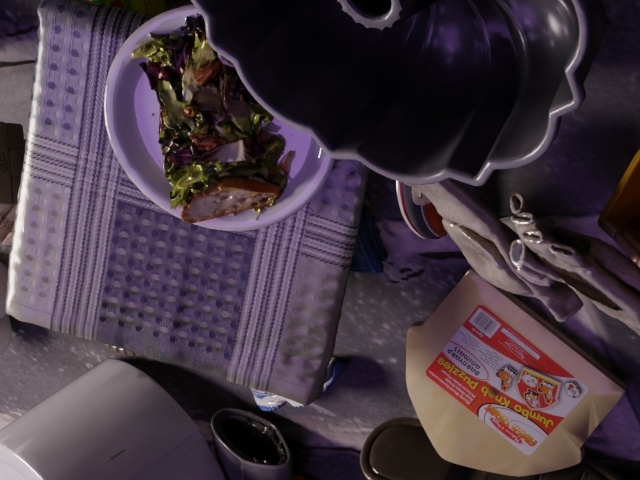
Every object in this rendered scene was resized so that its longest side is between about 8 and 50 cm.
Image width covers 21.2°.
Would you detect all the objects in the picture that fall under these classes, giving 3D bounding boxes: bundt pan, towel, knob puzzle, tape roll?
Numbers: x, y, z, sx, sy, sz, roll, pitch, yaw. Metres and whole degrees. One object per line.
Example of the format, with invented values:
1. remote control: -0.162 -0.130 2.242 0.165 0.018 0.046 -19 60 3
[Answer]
1. bundt pan: 0.062 -0.203 1.216 0.331 0.124 0.331 21 138 21
2. towel: -0.116 -0.032 1.488 0.312 0.056 0.324 16 118 6
3. towel: 0.000 0.000 1.548 0.119 0.029 0.067 1 128 38
4. knob puzzle: 0.160 0.132 1.536 0.213 0.030 0.213 14 124 22
5. tape roll: -0.232 0.273 1.849 0.246 0.169 0.246 38 147 30

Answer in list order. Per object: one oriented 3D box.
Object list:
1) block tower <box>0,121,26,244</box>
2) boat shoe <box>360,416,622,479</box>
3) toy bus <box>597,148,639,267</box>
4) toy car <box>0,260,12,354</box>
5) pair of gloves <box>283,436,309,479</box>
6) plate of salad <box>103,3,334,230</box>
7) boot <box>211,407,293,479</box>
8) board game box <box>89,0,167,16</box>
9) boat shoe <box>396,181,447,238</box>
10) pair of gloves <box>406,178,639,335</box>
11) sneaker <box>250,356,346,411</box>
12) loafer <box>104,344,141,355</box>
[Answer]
1. block tower: -0.379 -0.062 1.577 0.335 0.091 0.097 4 153 -29
2. boat shoe: 0.186 0.251 1.602 0.307 0.110 0.104 21 153 33
3. toy bus: 0.306 -0.003 1.231 0.191 0.202 0.104 32 108 14
4. toy car: -0.428 0.063 1.888 0.182 0.159 0.136 107 143 -51
5. pair of gloves: -0.037 0.239 1.833 0.074 0.010 0.083 13 134 33
6. plate of salad: -0.084 -0.094 1.391 0.200 0.048 0.199 6 117 12
7. boot: -0.040 0.288 1.828 0.190 0.076 0.208 27 136 18
8. board game box: -0.176 -0.175 1.502 0.092 0.043 0.181 13 136 29
9. boat shoe: 0.088 -0.057 1.407 0.043 0.049 0.137 5 127 33
10. pair of gloves: 0.169 0.018 1.322 0.204 0.042 0.240 40 171 -39
11. sneaker: -0.032 0.131 1.690 0.135 0.052 0.058 -21 109 48
12. loafer: -0.142 0.035 1.645 0.268 0.092 0.102 -22 111 46
